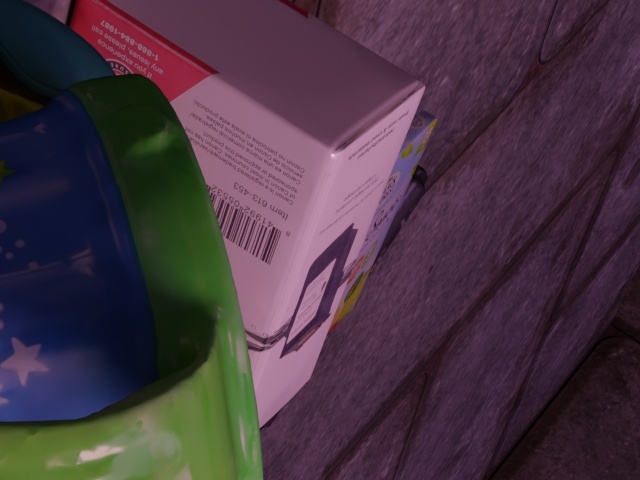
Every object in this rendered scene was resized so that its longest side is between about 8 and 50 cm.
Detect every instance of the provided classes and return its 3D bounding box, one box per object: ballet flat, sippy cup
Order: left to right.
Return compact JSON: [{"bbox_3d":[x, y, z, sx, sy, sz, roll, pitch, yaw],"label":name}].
[{"bbox_3d":[-0.163,0.061,0.770,0.224,0.240,0.305,-11,157,-17],"label":"sippy cup"},{"bbox_3d":[-0.172,-0.077,0.831,0.077,0.077,0.231,-38,165,12],"label":"ballet flat"}]

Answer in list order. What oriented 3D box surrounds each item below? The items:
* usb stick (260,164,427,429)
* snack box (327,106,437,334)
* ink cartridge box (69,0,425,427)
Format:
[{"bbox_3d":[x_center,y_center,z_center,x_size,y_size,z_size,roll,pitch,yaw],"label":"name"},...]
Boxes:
[{"bbox_3d":[0.007,0.048,1.633,0.278,0.045,0.077,-56,164,-2],"label":"usb stick"},{"bbox_3d":[0.000,0.000,1.452,0.174,0.070,0.207,-45,161,-54],"label":"snack box"},{"bbox_3d":[-0.067,-0.022,1.039,0.100,0.172,0.237,-39,157,-47],"label":"ink cartridge box"}]
